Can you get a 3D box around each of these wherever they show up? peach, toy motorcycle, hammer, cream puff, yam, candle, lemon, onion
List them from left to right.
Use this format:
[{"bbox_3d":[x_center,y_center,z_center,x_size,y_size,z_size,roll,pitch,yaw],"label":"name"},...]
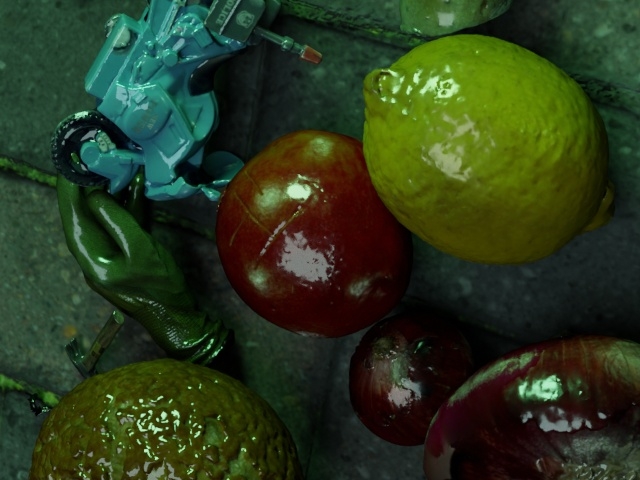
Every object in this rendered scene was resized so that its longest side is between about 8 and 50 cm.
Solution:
[{"bbox_3d":[-0.261,0.226,1.650,0.167,0.021,0.026,35,117,11],"label":"candle"},{"bbox_3d":[-0.230,0.107,1.551,0.062,0.017,0.182,48,150,5],"label":"hammer"},{"bbox_3d":[-0.159,0.262,1.478,0.303,0.212,0.303,11,128,15],"label":"cream puff"},{"bbox_3d":[-0.124,-0.145,1.405,0.182,0.123,0.272,25,108,-22],"label":"toy motorcycle"},{"bbox_3d":[0.000,0.000,1.358,0.197,0.197,0.197,7,109,23],"label":"peach"},{"bbox_3d":[0.088,0.128,1.403,0.131,0.131,0.131,7,109,23],"label":"onion"},{"bbox_3d":[0.120,-0.274,1.273,0.107,0.107,0.194,10,110,22],"label":"yam"},{"bbox_3d":[0.142,-0.075,1.269,0.256,0.188,0.188,30,120,-18],"label":"lemon"},{"bbox_3d":[0.227,0.174,1.335,0.272,0.195,0.272,5,135,5],"label":"onion"}]

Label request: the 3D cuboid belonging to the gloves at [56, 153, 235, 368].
[{"bbox_3d":[-0.186,0.021,1.502,0.107,0.135,0.268,-30,95,-13],"label":"gloves"}]
